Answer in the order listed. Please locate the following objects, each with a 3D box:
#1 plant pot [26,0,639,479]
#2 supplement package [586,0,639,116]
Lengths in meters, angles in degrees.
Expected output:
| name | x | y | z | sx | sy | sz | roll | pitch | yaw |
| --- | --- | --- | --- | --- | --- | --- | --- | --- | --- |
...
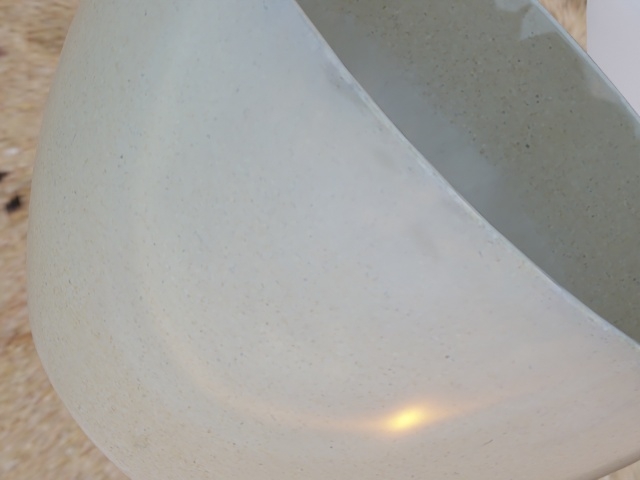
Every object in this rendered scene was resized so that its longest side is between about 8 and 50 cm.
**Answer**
| name | x | y | z | sx | sy | sz | roll | pitch | yaw |
| --- | --- | --- | --- | --- | --- | --- | --- | --- | --- |
| plant pot | 0.000 | 0.000 | 0.710 | 0.191 | 0.284 | 0.284 | -42 | 89 | 20 |
| supplement package | 0.293 | -0.077 | 0.912 | 0.293 | 0.177 | 0.175 | -26 | 130 | -26 |
